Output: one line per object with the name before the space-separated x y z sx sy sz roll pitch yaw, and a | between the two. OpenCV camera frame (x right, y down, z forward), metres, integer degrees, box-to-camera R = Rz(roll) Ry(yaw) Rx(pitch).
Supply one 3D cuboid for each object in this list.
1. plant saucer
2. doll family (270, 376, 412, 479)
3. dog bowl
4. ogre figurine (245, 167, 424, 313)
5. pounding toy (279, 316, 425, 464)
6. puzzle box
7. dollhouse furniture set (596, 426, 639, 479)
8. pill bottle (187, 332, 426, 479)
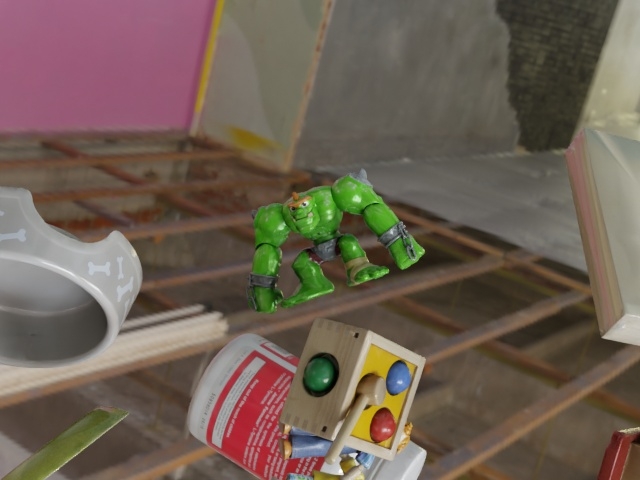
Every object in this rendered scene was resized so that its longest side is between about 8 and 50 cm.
plant saucer | -0.366 0.296 1.364 0.037 0.241 0.241 53 -160 1
doll family | 0.028 0.263 1.213 0.163 0.263 0.118 5 -174 -15
dog bowl | -0.441 0.070 1.472 0.348 0.349 0.102 12 -128 -12
ogre figurine | 0.000 0.000 1.092 0.197 0.118 0.097 -22 176 36
pounding toy | 0.033 0.155 0.986 0.100 0.130 0.141 11 167 40
puzzle box | 0.492 0.025 1.169 0.408 0.052 0.272 12 -131 -14
dollhouse furniture set | 0.418 0.145 0.952 0.201 0.374 0.152 19 -176 40
pill bottle | -0.023 0.358 1.853 0.407 0.229 0.229 28 -161 19
